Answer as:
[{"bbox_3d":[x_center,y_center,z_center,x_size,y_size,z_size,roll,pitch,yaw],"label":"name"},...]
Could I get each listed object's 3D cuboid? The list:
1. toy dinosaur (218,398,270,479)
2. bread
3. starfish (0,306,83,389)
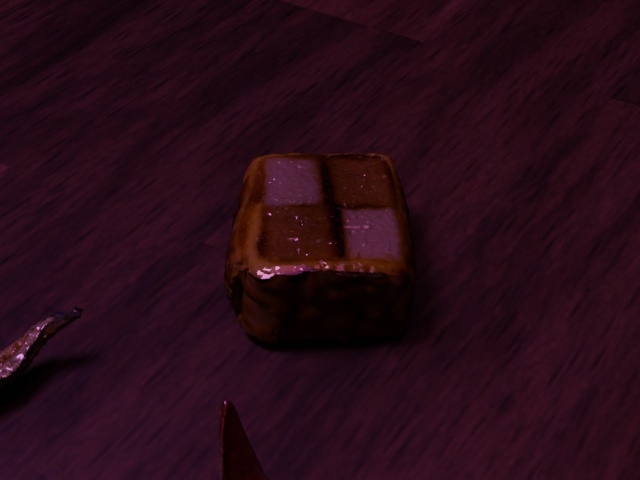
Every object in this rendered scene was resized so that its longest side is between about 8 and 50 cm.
[{"bbox_3d":[0.048,0.230,0.910,0.207,0.113,0.327,-14,38,-20],"label":"toy dinosaur"},{"bbox_3d":[0.000,0.000,1.224,0.181,0.096,0.222,2,37,-3],"label":"bread"},{"bbox_3d":[-0.402,0.117,1.068,0.358,0.078,0.347,12,39,14],"label":"starfish"}]
